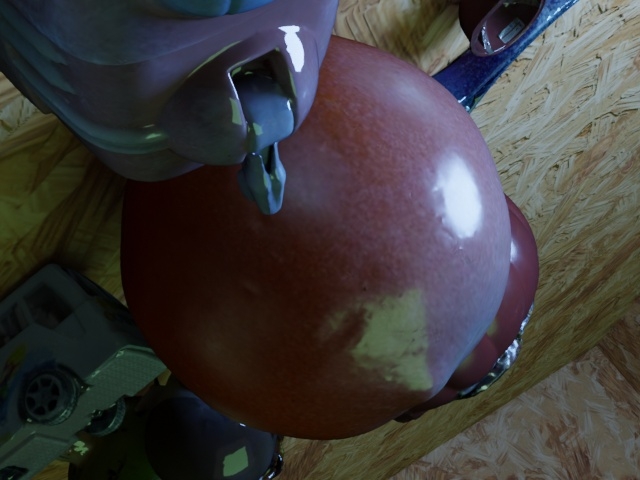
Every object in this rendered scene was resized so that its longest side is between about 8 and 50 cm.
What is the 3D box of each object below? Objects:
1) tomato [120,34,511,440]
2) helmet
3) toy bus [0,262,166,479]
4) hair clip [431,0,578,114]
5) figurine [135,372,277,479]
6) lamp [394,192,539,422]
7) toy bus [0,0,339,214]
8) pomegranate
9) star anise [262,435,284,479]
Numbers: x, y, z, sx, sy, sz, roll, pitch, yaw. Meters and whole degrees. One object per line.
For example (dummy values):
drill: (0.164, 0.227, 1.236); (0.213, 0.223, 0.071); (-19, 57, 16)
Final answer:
tomato: (0.000, 0.000, 0.766); (0.321, 0.321, 0.321); (-31, 157, -15)
helmet: (0.161, -0.225, 0.907); (0.089, 0.057, 0.111); (-41, 162, 15)
toy bus: (-0.298, 0.160, 0.861); (0.329, 0.136, 0.109); (-39, 155, 4)
hair clip: (0.222, -0.221, 1.024); (0.275, 0.048, 0.083); (-40, 154, 2)
figurine: (-0.109, 0.172, 1.030); (0.158, 0.161, 0.276); (-56, 157, -76)
lamp: (0.106, 0.058, 1.098); (0.303, 0.257, 0.303); (-41, -167, 12)
toy bus: (-0.082, -0.156, 0.450); (0.197, 0.232, 0.294); (-29, 157, -20)
pomegranate: (-0.235, 0.258, 1.130); (0.209, 0.180, 0.180); (28, 118, -26)
star anise: (-0.089, 0.260, 1.399); (0.220, 0.125, 0.190); (-64, 160, -10)
